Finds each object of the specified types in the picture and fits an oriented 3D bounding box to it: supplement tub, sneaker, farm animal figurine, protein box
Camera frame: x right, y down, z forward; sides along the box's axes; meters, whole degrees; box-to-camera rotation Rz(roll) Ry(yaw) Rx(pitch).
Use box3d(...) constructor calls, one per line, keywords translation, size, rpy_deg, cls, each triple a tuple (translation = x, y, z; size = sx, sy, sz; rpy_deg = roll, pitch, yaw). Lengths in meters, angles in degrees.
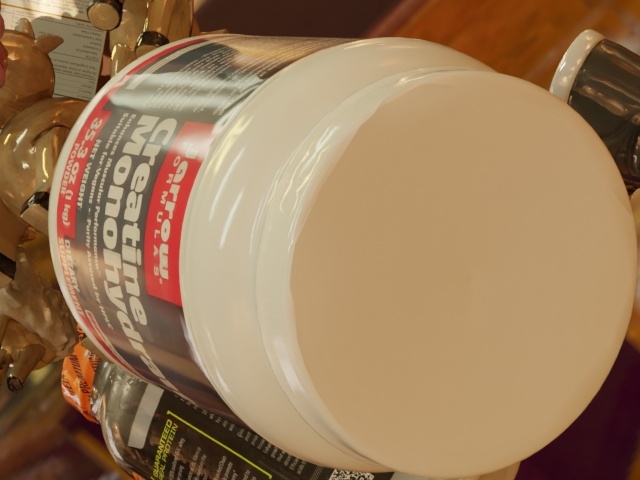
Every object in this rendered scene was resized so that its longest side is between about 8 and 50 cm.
box3d(translation=(-0.026, 0.147, 1.488), size=(0.207, 0.338, 0.207), rpy_deg=(-50, -20, -27), cls="supplement tub")
box3d(translation=(0.284, -0.065, 1.626), size=(0.104, 0.147, 0.296), rpy_deg=(-54, -22, -13), cls="sneaker")
box3d(translation=(-0.165, -0.071, 1.194), size=(0.330, 0.327, 0.172), rpy_deg=(-18, 39, 26), cls="farm animal figurine")
box3d(translation=(0.000, 0.000, 0.870), size=(0.191, 0.191, 0.272), rpy_deg=(-51, 24, -13), cls="supplement tub")
box3d(translation=(-0.191, -0.139, 1.422), size=(0.200, 0.136, 0.201), rpy_deg=(-62, -16, -81), cls="protein box")
